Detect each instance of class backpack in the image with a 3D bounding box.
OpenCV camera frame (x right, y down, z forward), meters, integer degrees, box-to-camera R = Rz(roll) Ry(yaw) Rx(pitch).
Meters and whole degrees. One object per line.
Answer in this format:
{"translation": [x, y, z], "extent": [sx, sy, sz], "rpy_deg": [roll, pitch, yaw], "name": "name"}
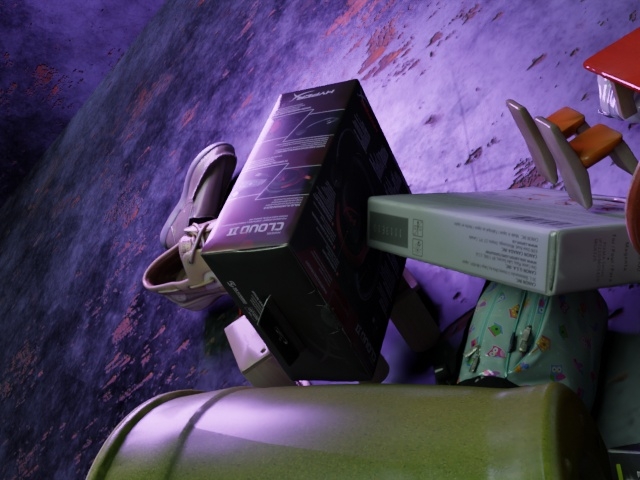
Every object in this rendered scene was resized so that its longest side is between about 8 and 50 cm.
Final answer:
{"translation": [0.204, 0.112, 0.813], "extent": [0.115, 0.152, 0.182], "rpy_deg": [-6, 49, 42], "name": "backpack"}

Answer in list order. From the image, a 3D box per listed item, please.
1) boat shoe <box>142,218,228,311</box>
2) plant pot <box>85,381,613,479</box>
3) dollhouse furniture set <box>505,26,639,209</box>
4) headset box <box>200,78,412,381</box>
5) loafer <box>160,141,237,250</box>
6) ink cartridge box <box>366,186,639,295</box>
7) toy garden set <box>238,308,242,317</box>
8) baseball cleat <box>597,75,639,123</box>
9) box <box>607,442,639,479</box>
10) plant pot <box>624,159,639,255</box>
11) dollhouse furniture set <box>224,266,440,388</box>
{"translation": [-0.180, 0.029, 1.371], "extent": [0.341, 0.110, 0.121], "rpy_deg": [-34, 45, 44], "name": "boat shoe"}
{"translation": [0.057, 0.263, 0.667], "extent": [0.353, 0.366, 0.366], "rpy_deg": [-19, 48, 24], "name": "plant pot"}
{"translation": [0.315, -0.149, 0.726], "extent": [0.262, 0.135, 0.259], "rpy_deg": [-32, 23, 5], "name": "dollhouse furniture set"}
{"translation": [0.000, 0.000, 0.924], "extent": [0.110, 0.218, 0.293], "rpy_deg": [-6, 44, 29], "name": "headset box"}
{"translation": [-0.224, -0.073, 1.643], "extent": [0.087, 0.094, 0.251], "rpy_deg": [37, 108, 35], "name": "loafer"}
{"translation": [0.217, -0.010, 0.831], "extent": [0.275, 0.239, 0.060], "rpy_deg": [16, 107, 59], "name": "ink cartridge box"}
{"translation": [-0.090, 0.015, 1.398], "extent": [0.204, 0.049, 0.244], "rpy_deg": [-41, 41, 39], "name": "toy garden set"}
{"translation": [0.366, -0.224, 0.901], "extent": [0.205, 0.072, 0.109], "rpy_deg": [-56, 24, 1], "name": "baseball cleat"}
{"translation": [0.274, 0.252, 0.478], "extent": [0.216, 0.060, 0.270], "rpy_deg": [134, 129, -72], "name": "box"}
{"translation": [0.381, 0.024, 0.517], "extent": [0.272, 0.272, 0.265], "rpy_deg": [-44, 43, 26], "name": "plant pot"}
{"translation": [0.026, 0.124, 1.096], "extent": [0.242, 0.161, 0.212], "rpy_deg": [-34, 34, 1], "name": "dollhouse furniture set"}
